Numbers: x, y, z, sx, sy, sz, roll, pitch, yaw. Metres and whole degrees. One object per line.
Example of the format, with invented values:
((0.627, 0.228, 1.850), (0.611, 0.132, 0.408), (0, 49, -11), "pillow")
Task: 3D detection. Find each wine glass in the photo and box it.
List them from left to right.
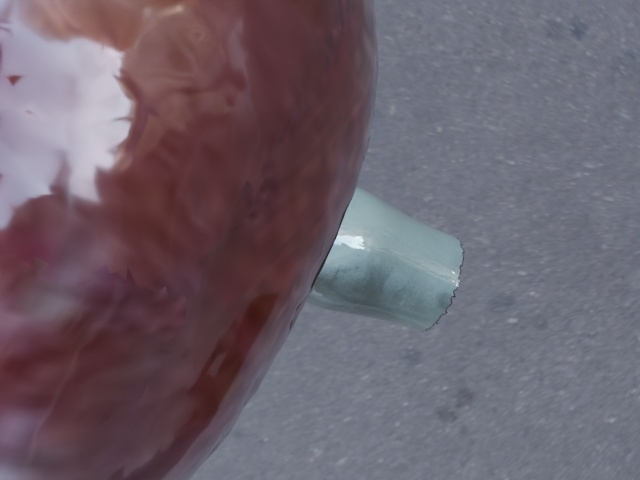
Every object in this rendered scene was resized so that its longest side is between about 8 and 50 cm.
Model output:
((0.000, 0.000, 0.891), (0.202, 0.093, 0.093), (21, 102, -22), "wine glass")

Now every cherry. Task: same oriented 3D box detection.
((-0.136, -0.035, 0.495), (0.326, 0.291, 0.335), (2, 78, 64), "cherry")
